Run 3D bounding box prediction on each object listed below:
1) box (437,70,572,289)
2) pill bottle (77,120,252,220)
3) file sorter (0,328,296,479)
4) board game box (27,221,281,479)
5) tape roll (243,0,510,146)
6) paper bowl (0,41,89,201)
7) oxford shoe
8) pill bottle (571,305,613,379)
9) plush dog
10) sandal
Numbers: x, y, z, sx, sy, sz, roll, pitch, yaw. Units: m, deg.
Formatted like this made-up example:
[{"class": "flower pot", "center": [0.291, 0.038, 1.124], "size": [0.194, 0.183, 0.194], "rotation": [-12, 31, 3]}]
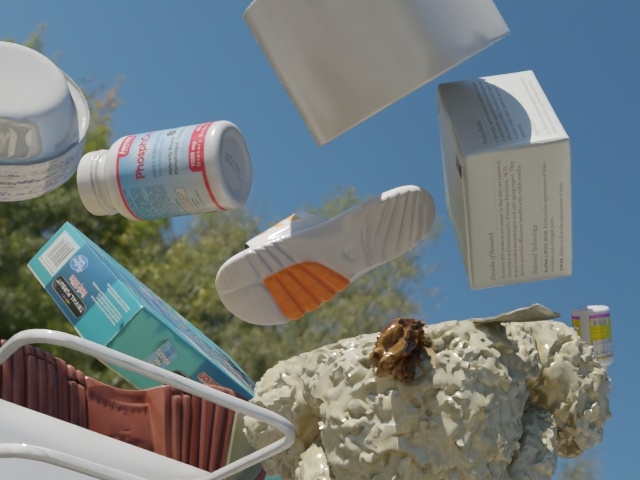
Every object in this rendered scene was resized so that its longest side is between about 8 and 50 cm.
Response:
[{"class": "box", "center": [0.208, -0.071, 1.274], "size": [0.119, 0.181, 0.182], "rotation": [-8, -57, 1]}, {"class": "pill bottle", "center": [-0.155, -0.065, 1.101], "size": [0.160, 0.087, 0.087], "rotation": [-7, -40, 21]}, {"class": "file sorter", "center": [-0.138, 0.213, 0.607], "size": [0.192, 0.278, 0.173], "rotation": [25, -35, -23]}, {"class": "board game box", "center": [-0.186, 0.144, 1.389], "size": [0.336, 0.079, 0.254], "rotation": [46, -5, -38]}, {"class": "tape roll", "center": [0.060, -0.234, 1.214], "size": [0.169, 0.246, 0.246], "rotation": [59, -28, -4]}, {"class": "paper bowl", "center": [-0.520, -0.213, 1.822], "size": [0.284, 0.284, 0.148], "rotation": [31, -47, 5]}, {"class": "oxford shoe", "center": [-0.241, 0.183, 0.977], "size": [0.397, 0.141, 0.146], "rotation": [19, -29, -34]}, {"class": "pill bottle", "center": [0.310, 0.117, 1.267], "size": [0.043, 0.083, 0.043], "rotation": [-5, 2, 0]}, {"class": "plush dog", "center": [0.074, 0.170, 0.716], "size": [0.262, 0.226, 0.210], "rotation": [-8, -11, 5]}, {"class": "sandal", "center": [0.004, 0.009, 1.262], "size": [0.076, 0.265, 0.102], "rotation": [44, -25, 61]}]
